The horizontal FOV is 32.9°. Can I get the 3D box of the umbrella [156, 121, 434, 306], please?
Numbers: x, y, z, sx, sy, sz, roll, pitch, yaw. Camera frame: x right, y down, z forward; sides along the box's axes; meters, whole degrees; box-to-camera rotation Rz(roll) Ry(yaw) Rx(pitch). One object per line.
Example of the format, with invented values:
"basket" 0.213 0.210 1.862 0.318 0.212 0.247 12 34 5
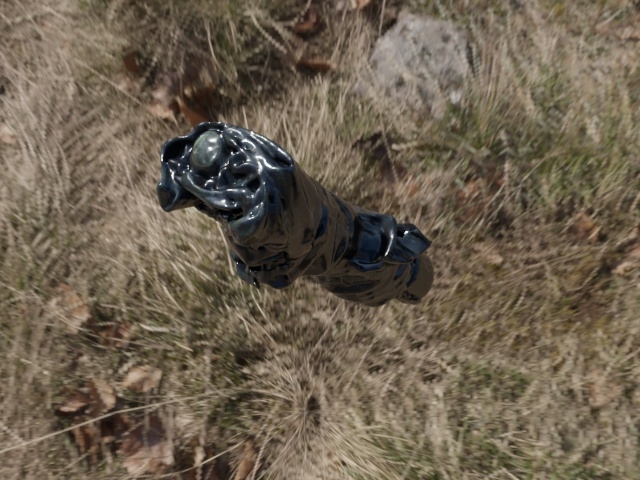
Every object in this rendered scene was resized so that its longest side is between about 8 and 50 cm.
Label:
"umbrella" -0.002 0.001 0.602 0.080 0.224 0.071 26 91 34
